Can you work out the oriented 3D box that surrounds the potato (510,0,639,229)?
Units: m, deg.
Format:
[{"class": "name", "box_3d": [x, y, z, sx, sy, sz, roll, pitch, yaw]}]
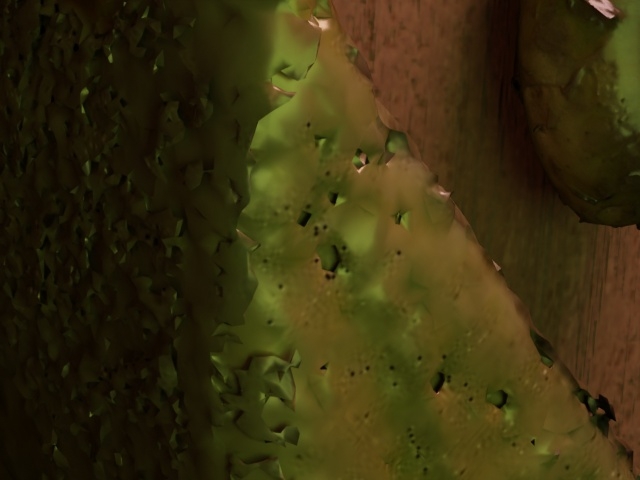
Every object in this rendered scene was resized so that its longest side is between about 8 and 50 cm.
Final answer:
[{"class": "potato", "box_3d": [0.150, -0.116, 0.974, 0.117, 0.090, 0.225, -15, 105, -49]}]

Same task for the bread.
[{"class": "bread", "box_3d": [0.000, 0.000, 0.793, 0.279, 0.248, 0.315, -5, 112, -35]}]
